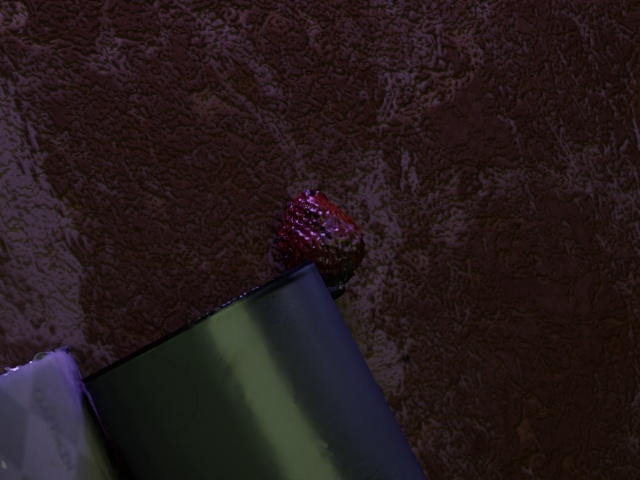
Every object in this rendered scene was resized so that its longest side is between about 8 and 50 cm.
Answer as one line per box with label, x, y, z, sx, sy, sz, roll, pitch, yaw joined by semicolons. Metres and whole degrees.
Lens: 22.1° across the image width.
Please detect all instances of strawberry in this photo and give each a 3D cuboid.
strawberry;0.000;0.000;1.518;0.083;0.083;0.096;-3;68;-28

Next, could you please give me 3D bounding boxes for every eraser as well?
eraser;-0.208;0.299;1.319;0.213;0.082;0.396;-22;86;-30

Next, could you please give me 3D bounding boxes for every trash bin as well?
trash bin;-0.041;0.179;1.362;0.277;0.217;0.262;-28;89;-41
